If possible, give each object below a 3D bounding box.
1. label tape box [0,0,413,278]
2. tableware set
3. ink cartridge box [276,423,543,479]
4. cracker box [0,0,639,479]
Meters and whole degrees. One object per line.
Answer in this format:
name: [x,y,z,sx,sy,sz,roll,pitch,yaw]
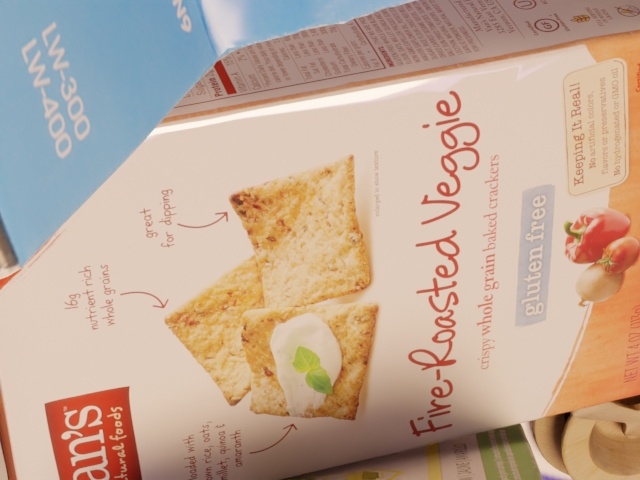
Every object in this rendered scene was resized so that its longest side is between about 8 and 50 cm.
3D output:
label tape box: [-0.156,-0.103,0.356,0.348,0.115,0.249,-16,113,3]
tableware set: [0.140,0.113,0.745,0.128,0.039,0.194,-18,129,-8]
ink cartridge box: [-0.038,0.117,0.600,0.235,0.171,0.056,-8,93,4]
cracker box: [0.000,0.000,0.589,0.232,0.067,0.156,-12,128,-12]
